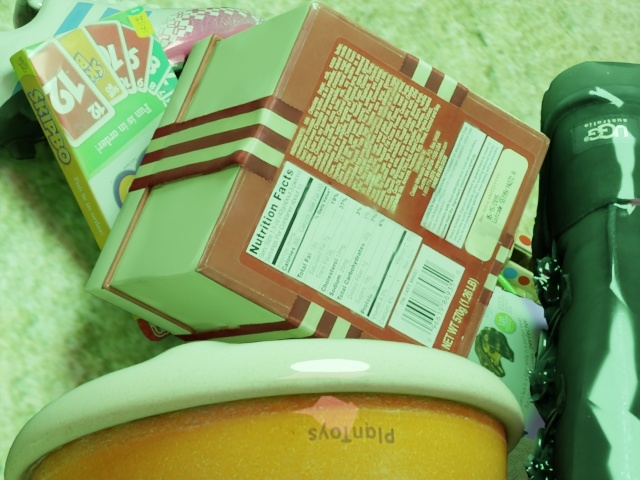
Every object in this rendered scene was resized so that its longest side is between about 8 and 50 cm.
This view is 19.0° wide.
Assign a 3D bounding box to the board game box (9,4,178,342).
[{"bbox_3d":[-0.145,-0.055,1.566,0.124,0.039,0.259,-27,94,-36],"label":"board game box"}]

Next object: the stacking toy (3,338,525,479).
[{"bbox_3d":[-0.017,0.324,1.219,0.351,0.350,0.479,7,65,-29],"label":"stacking toy"}]

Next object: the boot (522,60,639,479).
[{"bbox_3d":[0.229,0.147,1.426,0.146,0.367,0.445,-8,51,12],"label":"boot"}]

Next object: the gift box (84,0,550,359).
[{"bbox_3d":[0.000,0.000,1.453,0.276,0.258,0.255,34,73,-21],"label":"gift box"}]

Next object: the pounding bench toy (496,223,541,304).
[{"bbox_3d":[0.182,0.034,1.768,0.065,0.052,0.083,29,40,-6],"label":"pounding bench toy"}]

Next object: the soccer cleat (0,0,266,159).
[{"bbox_3d":[-0.182,-0.176,1.675,0.331,0.116,0.143,-19,66,-43],"label":"soccer cleat"}]

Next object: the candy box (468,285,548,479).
[{"bbox_3d":[0.151,0.122,1.647,0.196,0.070,0.164,22,42,-15],"label":"candy box"}]
